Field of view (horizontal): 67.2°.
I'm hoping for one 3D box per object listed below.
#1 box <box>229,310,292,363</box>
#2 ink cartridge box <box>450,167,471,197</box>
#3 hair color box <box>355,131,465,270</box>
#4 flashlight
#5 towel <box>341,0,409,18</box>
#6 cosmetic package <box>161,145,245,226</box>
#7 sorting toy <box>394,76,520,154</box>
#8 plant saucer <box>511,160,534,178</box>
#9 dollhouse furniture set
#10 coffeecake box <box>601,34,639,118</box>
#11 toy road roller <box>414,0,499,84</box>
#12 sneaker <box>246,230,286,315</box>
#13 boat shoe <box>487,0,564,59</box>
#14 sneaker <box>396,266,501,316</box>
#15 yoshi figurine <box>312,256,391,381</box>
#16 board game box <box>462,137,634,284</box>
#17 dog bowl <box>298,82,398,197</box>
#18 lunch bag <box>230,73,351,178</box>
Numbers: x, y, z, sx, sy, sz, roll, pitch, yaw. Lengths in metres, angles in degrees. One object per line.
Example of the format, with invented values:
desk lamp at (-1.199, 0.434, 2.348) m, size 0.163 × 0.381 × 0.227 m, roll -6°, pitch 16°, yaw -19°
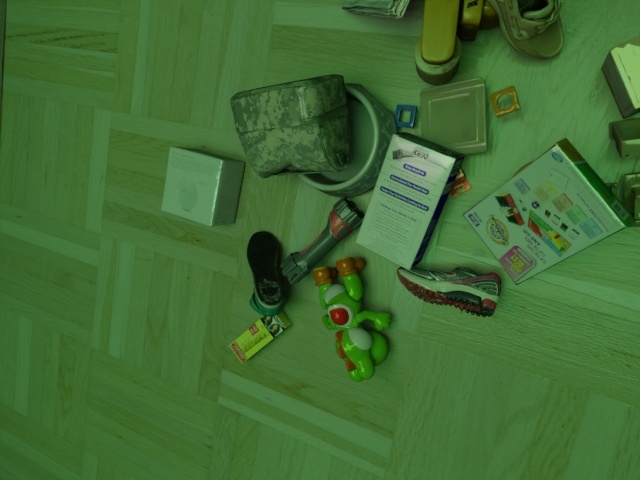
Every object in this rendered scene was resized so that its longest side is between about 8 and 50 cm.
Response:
box at (-0.208, 0.325, 1.666) m, size 0.232 × 0.058 × 0.087 m, roll -41°, pitch 80°, yaw 23°
ink cartridge box at (0.370, -0.184, 1.355) m, size 0.063 × 0.029 × 0.115 m, roll -28°, pitch 84°, yaw 25°
hair color box at (0.245, -0.111, 1.351) m, size 0.185 × 0.110 × 0.338 m, roll 28°, pitch 118°, yaw 22°
flashlight at (0.000, 0.000, 1.497) m, size 0.304 × 0.103 × 0.103 m, roll -43°, pitch 83°, yaw 18°
towel at (0.187, -0.745, 1.251) m, size 0.316 × 0.053 × 0.332 m, roll -66°, pitch 28°, yaw 16°
cosmetic package at (-0.402, -0.188, 1.651) m, size 0.224 × 0.138 × 0.224 m, roll 18°, pitch 105°, yaw 22°
sorting toy at (0.367, -0.328, 1.318) m, size 0.348 × 0.047 × 0.195 m, roll -1°, pitch 94°, yaw 36°
plant saucer at (0.580, -0.111, 1.247) m, size 0.200 × 0.037 × 0.199 m, roll 7°, pitch 103°, yaw 32°
dollhouse furniture set at (0.761, -0.152, 1.146) m, size 0.212 × 0.161 × 0.242 m, roll -4°, pitch 117°, yaw 25°
coffeecake box at (0.707, -0.364, 1.093) m, size 0.068 × 0.185 × 0.142 m, roll -23°, pitch 87°, yaw 25°
toy road roller at (0.376, -0.569, 1.219) m, size 0.241 × 0.202 × 0.329 m, roll 9°, pitch 98°, yaw 13°
sneaker at (-0.180, 0.129, 1.601) m, size 0.178 × 0.124 × 0.295 m, roll 102°, pitch 161°, yaw -52°
boat shoe at (0.482, -0.522, 1.105) m, size 0.121 × 0.341 × 0.110 m, roll -54°, pitch 40°, yaw 14°
sneaker at (0.358, 0.123, 1.365) m, size 0.299 × 0.121 × 0.112 m, roll 15°, pitch 67°, yaw 32°
yoshi figurine at (0.107, 0.242, 1.480) m, size 0.203 × 0.203 × 0.362 m, roll -10°, pitch 75°, yaw -14°
board game box at (0.545, -0.060, 1.199) m, size 0.242 × 0.064 × 0.316 m, roll 55°, pitch 140°, yaw 9°
dog bowl at (0.049, -0.301, 1.435) m, size 0.349 × 0.102 × 0.348 m, roll 3°, pitch 96°, yaw 29°
lunch bag at (-0.073, -0.302, 1.327) m, size 0.305 × 0.212 × 0.255 m, roll 2°, pitch 113°, yaw 32°
